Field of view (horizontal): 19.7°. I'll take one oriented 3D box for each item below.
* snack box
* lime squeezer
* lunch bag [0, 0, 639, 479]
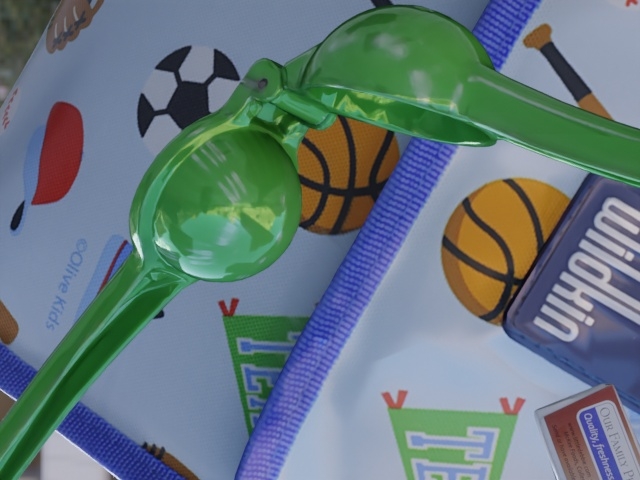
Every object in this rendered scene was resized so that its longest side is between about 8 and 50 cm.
[{"bbox_3d":[0.081,0.083,0.471,0.022,0.064,0.178,-22,163,6],"label":"snack box"},{"bbox_3d":[0.000,0.000,0.524,0.310,0.110,0.059,-22,170,28],"label":"lime squeezer"},{"bbox_3d":[0.063,-0.013,0.728,0.385,0.328,0.239,32,-176,32],"label":"lunch bag"}]
